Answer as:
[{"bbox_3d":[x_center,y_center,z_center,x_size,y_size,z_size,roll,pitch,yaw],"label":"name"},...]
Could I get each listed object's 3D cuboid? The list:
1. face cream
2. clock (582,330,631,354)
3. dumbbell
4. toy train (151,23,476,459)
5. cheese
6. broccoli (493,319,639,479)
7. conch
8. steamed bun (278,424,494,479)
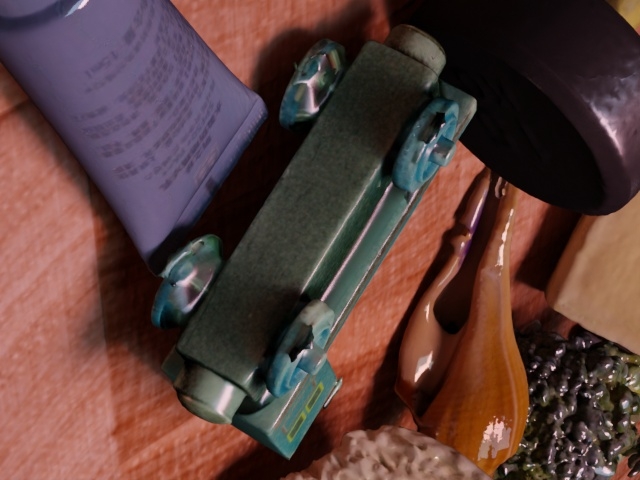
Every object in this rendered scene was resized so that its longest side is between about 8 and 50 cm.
[{"bbox_3d":[-0.121,-0.104,0.925,0.136,0.086,0.385,-57,155,-11],"label":"face cream"},{"bbox_3d":[0.386,0.061,1.609,0.253,0.186,0.083,-51,144,-8],"label":"clock"},{"bbox_3d":[0.234,-0.193,1.193,0.322,0.203,0.204,-46,145,-15],"label":"dumbbell"},{"bbox_3d":[0.000,0.000,1.133,0.298,0.120,0.194,-58,165,-11],"label":"toy train"},{"bbox_3d":[0.361,-0.008,1.457,0.265,0.242,0.124,-63,176,7],"label":"cheese"},{"bbox_3d":[0.217,0.176,1.535,0.198,0.177,0.275,-46,164,-12],"label":"broccoli"},{"bbox_3d":[0.130,0.089,1.382,0.093,0.109,0.330,12,89,-57],"label":"conch"},{"bbox_3d":[0.061,0.303,1.289,0.272,0.290,0.273,-31,162,-3],"label":"steamed bun"}]
